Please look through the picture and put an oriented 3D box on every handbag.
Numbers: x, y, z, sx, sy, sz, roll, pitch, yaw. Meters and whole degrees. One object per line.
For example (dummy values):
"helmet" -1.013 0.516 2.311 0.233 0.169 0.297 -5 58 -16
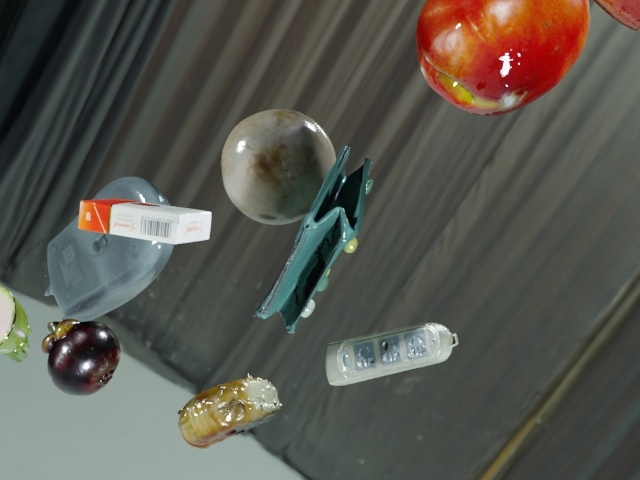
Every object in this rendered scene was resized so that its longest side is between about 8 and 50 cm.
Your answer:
"handbag" 0.004 0.003 1.766 0.100 0.268 0.274 27 34 -2

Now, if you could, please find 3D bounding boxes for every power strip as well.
"power strip" 0.121 0.206 1.806 0.048 0.286 0.080 8 70 -50

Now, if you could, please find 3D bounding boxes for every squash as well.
"squash" -0.452 0.127 1.429 0.105 0.105 0.132 40 -6 23

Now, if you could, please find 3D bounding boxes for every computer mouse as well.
"computer mouse" -0.374 0.022 1.803 0.122 0.371 0.188 6 59 -50

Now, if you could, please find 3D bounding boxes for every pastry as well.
"pastry" -0.188 0.354 2.063 0.219 0.229 0.100 -18 71 -11

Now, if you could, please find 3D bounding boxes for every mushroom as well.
"mushroom" -0.084 -0.144 1.931 0.227 0.226 0.178 23 8 -22

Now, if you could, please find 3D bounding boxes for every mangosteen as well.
"mangosteen" -0.392 0.180 1.603 0.140 0.140 0.140 27 21 -11

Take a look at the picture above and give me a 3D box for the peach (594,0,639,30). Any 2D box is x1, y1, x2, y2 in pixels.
"peach" 0.372 -0.335 1.066 0.196 0.226 0.190 -11 25 -4

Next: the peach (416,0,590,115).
"peach" 0.338 -0.392 1.795 0.281 0.338 0.281 36 -10 7

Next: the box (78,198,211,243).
"box" -0.241 -0.028 1.370 0.152 0.048 0.100 6 4 19
